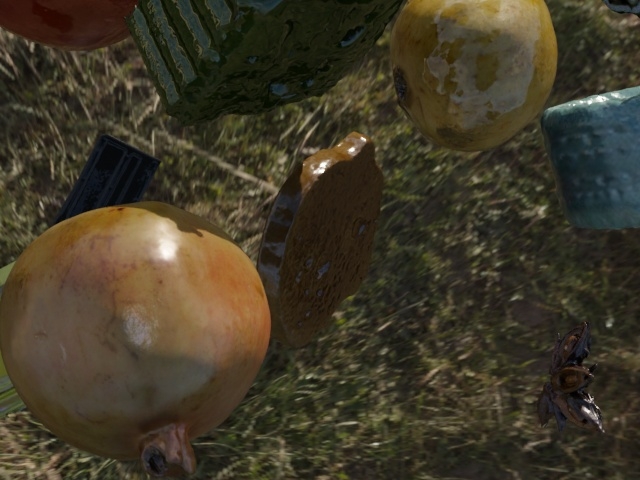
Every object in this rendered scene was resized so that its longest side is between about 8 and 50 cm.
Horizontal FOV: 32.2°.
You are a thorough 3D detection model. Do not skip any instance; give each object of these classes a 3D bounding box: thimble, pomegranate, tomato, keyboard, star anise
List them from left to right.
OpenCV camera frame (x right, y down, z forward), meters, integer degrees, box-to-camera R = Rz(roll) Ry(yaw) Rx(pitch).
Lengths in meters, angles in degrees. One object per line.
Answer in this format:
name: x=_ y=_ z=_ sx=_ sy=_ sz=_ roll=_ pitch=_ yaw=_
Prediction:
keyboard: x=-0.354 y=0.031 z=1.586 sx=0.103 sy=0.041 sz=0.381 roll=27 pitch=96 yaw=-16
tomato: x=-0.299 y=-0.387 z=1.354 sx=0.322 sy=0.321 sz=0.321 roll=2 pitch=80 yaw=-9
pomegranate: x=-0.172 y=0.100 z=1.052 sx=0.252 sy=0.229 sz=0.270 roll=-23 pitch=66 yaw=18
pomegranate: x=0.216 y=-0.254 z=1.561 sx=0.261 sy=0.260 sz=0.260 roll=2 pitch=80 yaw=-9
star anise: x=0.387 y=0.228 z=1.698 sx=0.054 sy=0.157 sz=0.212 roll=4 pitch=110 yaw=-17
thimble: x=0.354 y=-0.095 z=1.208 sx=0.199 sy=0.235 sz=0.143 roll=-13 pitch=96 yaw=-11

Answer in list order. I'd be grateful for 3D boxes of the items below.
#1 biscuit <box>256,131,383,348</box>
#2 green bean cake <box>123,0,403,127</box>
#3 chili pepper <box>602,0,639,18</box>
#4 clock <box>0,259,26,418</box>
biscuit: x=-0.002 y=-0.001 z=1.398 sx=0.049 sy=0.273 sz=0.257 roll=25 pitch=44 yaw=23
green bean cake: x=-0.048 y=-0.247 z=1.167 sx=0.250 sy=0.247 sz=0.156 roll=-15 pitch=70 yaw=-39
chili pepper: x=0.402 y=-0.302 z=1.076 sx=0.270 sy=0.136 sz=0.099 roll=-33 pitch=98 yaw=-17
clock: x=-0.449 y=0.139 z=1.467 sx=0.277 sy=0.293 sz=0.071 roll=-25 pitch=57 yaw=-14
